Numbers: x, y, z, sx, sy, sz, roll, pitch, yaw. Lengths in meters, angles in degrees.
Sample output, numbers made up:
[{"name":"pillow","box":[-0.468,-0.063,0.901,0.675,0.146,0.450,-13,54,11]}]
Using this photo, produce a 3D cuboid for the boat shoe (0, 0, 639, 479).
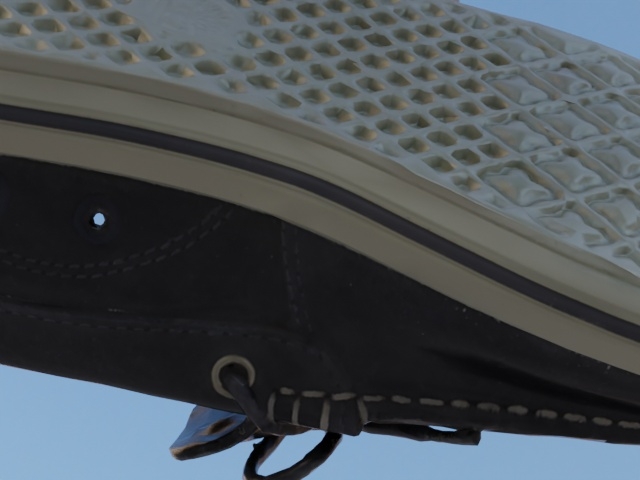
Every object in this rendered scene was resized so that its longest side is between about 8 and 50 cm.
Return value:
[{"name":"boat shoe","box":[0.000,0.000,0.583,0.500,0.187,0.156,14,-58,1]}]

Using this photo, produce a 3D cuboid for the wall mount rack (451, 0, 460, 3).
[{"name":"wall mount rack","box":[0.025,-0.145,0.845,0.304,0.130,0.350,10,-65,51]}]
